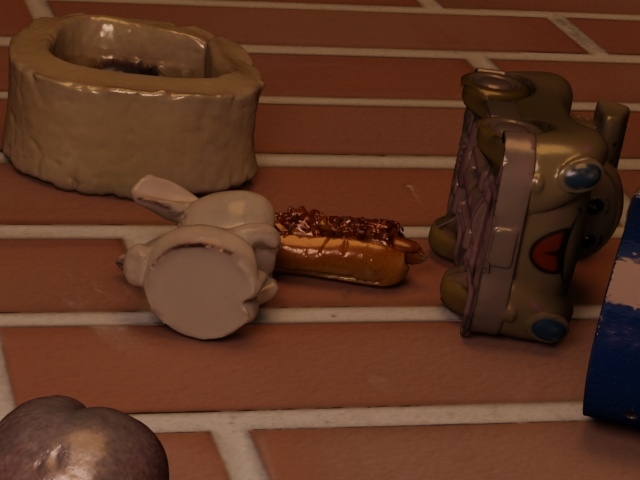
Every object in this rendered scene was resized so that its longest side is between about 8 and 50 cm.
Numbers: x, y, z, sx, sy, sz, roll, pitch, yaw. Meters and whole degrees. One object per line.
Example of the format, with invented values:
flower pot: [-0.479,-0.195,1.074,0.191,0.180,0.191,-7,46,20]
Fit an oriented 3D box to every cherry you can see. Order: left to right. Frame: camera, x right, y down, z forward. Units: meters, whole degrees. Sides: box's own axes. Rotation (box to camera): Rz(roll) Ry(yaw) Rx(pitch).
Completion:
cherry: [-0.209,0.211,1.618,0.176,0.140,0.176,-6,43,5]

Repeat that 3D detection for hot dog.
hot dog: [0.000,0.000,2.232,0.249,0.076,0.102,7,20,0]

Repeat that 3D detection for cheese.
cheese: [-0.230,-0.175,2.463,0.332,0.153,0.292,11,24,4]

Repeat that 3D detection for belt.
belt: [0.355,0.065,2.023,0.117,0.212,0.347,12,28,13]

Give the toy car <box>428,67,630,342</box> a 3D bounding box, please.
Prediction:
toy car: [0.256,-0.043,2.217,0.226,0.242,0.336,8,22,-6]

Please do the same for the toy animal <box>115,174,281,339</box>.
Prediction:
toy animal: [-0.131,0.017,2.093,0.178,0.127,0.193,3,26,-5]
